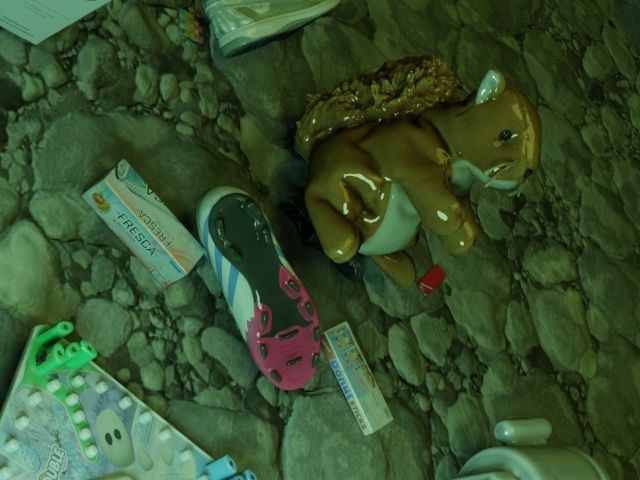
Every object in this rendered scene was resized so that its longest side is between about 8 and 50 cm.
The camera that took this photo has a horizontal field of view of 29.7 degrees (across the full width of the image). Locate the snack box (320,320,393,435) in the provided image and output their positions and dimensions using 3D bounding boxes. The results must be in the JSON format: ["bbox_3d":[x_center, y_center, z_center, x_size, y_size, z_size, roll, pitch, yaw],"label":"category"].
[{"bbox_3d":[0.057,0.221,1.945,0.064,0.022,0.178,-21,84,-51],"label":"snack box"}]

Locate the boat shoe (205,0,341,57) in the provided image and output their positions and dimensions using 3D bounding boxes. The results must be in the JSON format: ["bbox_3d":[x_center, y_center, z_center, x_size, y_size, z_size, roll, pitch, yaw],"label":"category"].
[{"bbox_3d":[-0.076,-0.408,2.109,0.320,0.118,0.103,-32,97,-45],"label":"boat shoe"}]

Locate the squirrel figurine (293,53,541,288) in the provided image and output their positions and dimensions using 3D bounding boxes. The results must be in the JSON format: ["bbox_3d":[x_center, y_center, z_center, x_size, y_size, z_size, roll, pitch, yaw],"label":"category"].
[{"bbox_3d":[0.164,-0.167,1.988,0.281,0.370,0.397,29,32,-52],"label":"squirrel figurine"}]

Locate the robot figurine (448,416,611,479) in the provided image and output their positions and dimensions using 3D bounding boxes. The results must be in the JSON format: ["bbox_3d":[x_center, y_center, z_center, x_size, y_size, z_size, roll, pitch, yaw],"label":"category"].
[{"bbox_3d":[0.357,0.442,2.002,0.353,0.199,0.300,9,72,-45],"label":"robot figurine"}]

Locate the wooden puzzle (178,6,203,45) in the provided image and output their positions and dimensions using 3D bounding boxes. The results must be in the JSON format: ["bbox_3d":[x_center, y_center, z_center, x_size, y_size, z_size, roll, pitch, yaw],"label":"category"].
[{"bbox_3d":[-0.215,-0.356,2.006,0.049,0.006,0.083,21,53,-39],"label":"wooden puzzle"}]

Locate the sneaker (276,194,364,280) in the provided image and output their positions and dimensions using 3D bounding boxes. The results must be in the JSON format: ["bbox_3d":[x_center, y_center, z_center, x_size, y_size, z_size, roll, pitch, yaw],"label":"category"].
[{"bbox_3d":[0.002,-0.001,1.999,0.089,0.051,0.170,-17,75,-53],"label":"sneaker"}]

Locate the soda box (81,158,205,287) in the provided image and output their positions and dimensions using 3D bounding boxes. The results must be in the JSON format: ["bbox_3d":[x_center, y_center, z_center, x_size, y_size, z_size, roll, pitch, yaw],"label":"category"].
[{"bbox_3d":[-0.251,-0.024,1.723,0.183,0.058,0.063,50,40,-15],"label":"soda box"}]

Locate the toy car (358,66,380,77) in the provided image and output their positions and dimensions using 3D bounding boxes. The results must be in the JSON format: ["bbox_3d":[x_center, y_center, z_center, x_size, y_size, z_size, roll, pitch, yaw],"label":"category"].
[{"bbox_3d":[0.146,-0.244,2.234,0.182,0.136,0.159,35,45,-29],"label":"toy car"}]

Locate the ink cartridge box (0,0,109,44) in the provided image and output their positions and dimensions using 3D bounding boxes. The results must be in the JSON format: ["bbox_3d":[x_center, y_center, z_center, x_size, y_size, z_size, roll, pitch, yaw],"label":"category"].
[{"bbox_3d":[-0.337,-0.447,1.671,0.129,0.307,0.223,25,49,-52],"label":"ink cartridge box"}]

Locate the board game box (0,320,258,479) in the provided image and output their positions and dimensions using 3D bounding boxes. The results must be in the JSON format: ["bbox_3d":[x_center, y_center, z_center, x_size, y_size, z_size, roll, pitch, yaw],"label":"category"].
[{"bbox_3d":[-0.233,0.337,1.447,0.390,0.050,0.390,45,31,-27],"label":"board game box"}]

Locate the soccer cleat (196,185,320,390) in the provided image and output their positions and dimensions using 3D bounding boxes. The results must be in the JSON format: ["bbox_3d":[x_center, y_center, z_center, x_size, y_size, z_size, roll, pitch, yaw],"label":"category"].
[{"bbox_3d":[-0.093,0.063,1.806,0.116,0.143,0.331,-25,110,-15],"label":"soccer cleat"}]

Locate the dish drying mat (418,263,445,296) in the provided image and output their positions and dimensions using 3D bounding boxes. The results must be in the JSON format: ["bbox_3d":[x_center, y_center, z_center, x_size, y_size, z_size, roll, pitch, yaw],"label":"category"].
[{"bbox_3d":[0.204,0.073,2.211,0.032,0.008,0.083,57,39,-3],"label":"dish drying mat"}]
